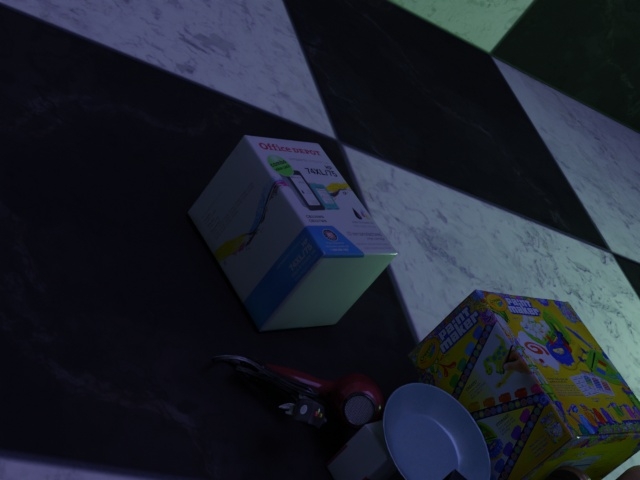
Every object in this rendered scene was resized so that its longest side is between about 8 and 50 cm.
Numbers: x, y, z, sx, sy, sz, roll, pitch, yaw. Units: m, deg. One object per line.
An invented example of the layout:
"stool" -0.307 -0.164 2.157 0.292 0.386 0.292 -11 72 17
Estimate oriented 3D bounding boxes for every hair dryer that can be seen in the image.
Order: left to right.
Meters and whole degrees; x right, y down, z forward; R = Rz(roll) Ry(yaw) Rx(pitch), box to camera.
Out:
"hair dryer" -0.004 0.215 1.501 0.223 0.080 0.293 30 5 37

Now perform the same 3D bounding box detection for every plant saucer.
"plant saucer" 0.161 0.302 1.426 0.195 0.037 0.195 22 46 -24

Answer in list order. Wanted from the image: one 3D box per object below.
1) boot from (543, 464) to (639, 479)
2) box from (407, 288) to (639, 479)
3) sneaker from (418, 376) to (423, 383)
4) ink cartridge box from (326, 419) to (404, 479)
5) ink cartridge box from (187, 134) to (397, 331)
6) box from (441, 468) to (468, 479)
"boot" 0.444 0.415 1.543 0.089 0.236 0.269 20 28 40
"box" 0.347 0.247 1.589 0.290 0.177 0.279 10 42 -45
"sneaker" 0.207 0.314 1.658 0.122 0.110 0.283 18 30 -3
"ink cartridge box" 0.100 0.322 1.487 0.150 0.109 0.063 -2 48 -49
"ink cartridge box" -0.052 -0.014 1.679 0.198 0.197 0.270 0 48 -49
"box" 0.162 0.435 1.305 0.153 0.207 0.108 42 30 3
